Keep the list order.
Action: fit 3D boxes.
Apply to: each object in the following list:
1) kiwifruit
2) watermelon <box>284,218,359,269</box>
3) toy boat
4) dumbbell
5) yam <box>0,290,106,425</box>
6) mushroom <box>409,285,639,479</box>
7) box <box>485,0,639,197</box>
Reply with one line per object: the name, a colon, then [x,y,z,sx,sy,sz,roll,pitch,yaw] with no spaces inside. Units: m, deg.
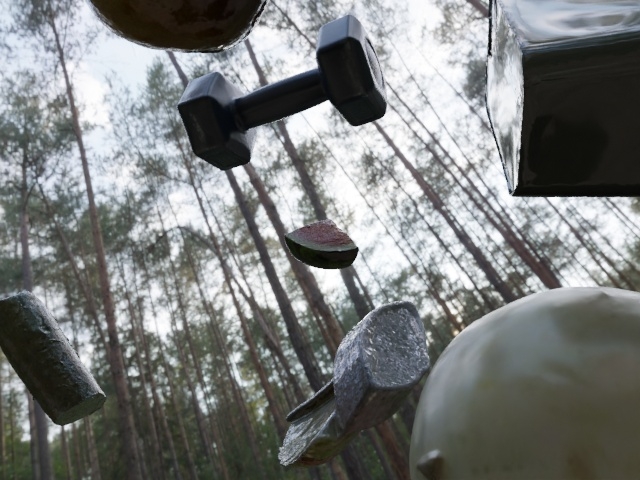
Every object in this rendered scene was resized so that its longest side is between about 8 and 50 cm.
kiwifruit: [-0.126,-0.293,0.491,0.195,0.196,0.234,-1,-61,-32]
watermelon: [0.000,0.000,0.993,0.135,0.094,0.125,20,-14,-15]
toy boat: [0.037,0.220,0.744,0.294,0.111,0.276,-53,-4,10]
dumbbell: [-0.060,-0.222,0.842,0.316,0.157,0.143,-15,12,20]
yam: [-0.515,0.221,1.007,0.106,0.259,0.106,-39,-13,-10]
mushroom: [0.249,0.202,0.510,0.314,0.315,0.336,-31,-24,6]
box: [0.221,-0.140,0.461,0.134,0.243,0.163,-3,-50,12]
